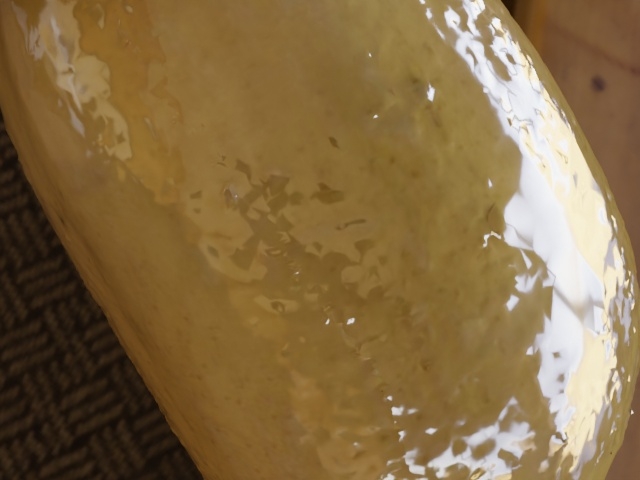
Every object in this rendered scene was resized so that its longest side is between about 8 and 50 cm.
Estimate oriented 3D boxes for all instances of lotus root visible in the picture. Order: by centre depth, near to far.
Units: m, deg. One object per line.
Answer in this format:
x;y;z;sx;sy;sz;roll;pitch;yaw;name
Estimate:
0.010;0.002;0.449;0.146;0.131;0.303;-40;119;-17;lotus root
